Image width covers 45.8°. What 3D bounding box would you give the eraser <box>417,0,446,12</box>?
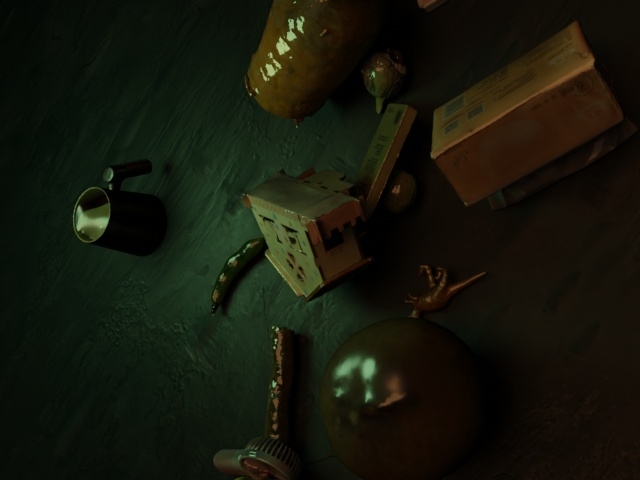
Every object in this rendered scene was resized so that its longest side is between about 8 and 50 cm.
[{"bbox_3d":[0.226,-0.537,1.586,0.065,0.026,0.105,-26,68,26],"label":"eraser"}]

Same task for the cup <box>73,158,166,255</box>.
[{"bbox_3d":[-0.514,-0.088,1.930,0.166,0.177,0.239,-7,78,34],"label":"cup"}]

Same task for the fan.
[{"bbox_3d":[-0.143,0.482,1.630,0.244,0.130,0.074,-16,34,45],"label":"fan"}]

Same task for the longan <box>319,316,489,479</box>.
[{"bbox_3d":[0.150,0.284,1.343,0.319,0.319,0.318,-6,79,34],"label":"longan"}]

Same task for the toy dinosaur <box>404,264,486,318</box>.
[{"bbox_3d":[0.237,0.113,1.473,0.162,0.039,0.126,7,97,30],"label":"toy dinosaur"}]

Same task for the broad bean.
[{"bbox_3d":[-0.201,0.075,1.775,0.069,0.039,0.226,43,108,38],"label":"broad bean"}]

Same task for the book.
[{"bbox_3d":[0.121,-0.167,1.540,0.161,0.026,0.230,-127,60,-75],"label":"book"}]

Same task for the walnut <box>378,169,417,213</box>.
[{"bbox_3d":[0.155,-0.100,1.534,0.092,0.092,0.092,-6,79,34],"label":"walnut"}]

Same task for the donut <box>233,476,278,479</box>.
[{"bbox_3d":[-0.110,0.583,1.505,0.128,0.261,0.208,-13,52,22],"label":"donut"}]

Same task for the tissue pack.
[{"bbox_3d":[0.378,-0.192,1.336,0.306,0.239,0.238,-31,67,26],"label":"tissue pack"}]

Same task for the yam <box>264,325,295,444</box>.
[{"bbox_3d":[-0.085,0.313,1.646,0.061,0.061,0.252,-2,81,34],"label":"yam"}]

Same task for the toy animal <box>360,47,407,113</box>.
[{"bbox_3d":[0.140,-0.339,1.591,0.098,0.137,0.098,-10,39,9],"label":"toy animal"}]

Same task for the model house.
[{"bbox_3d":[0.000,0.000,1.533,0.326,0.169,0.244,23,135,56],"label":"model house"}]

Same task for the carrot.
[{"bbox_3d":[-0.007,-0.424,1.563,0.340,0.224,0.224,-53,53,50],"label":"carrot"}]
